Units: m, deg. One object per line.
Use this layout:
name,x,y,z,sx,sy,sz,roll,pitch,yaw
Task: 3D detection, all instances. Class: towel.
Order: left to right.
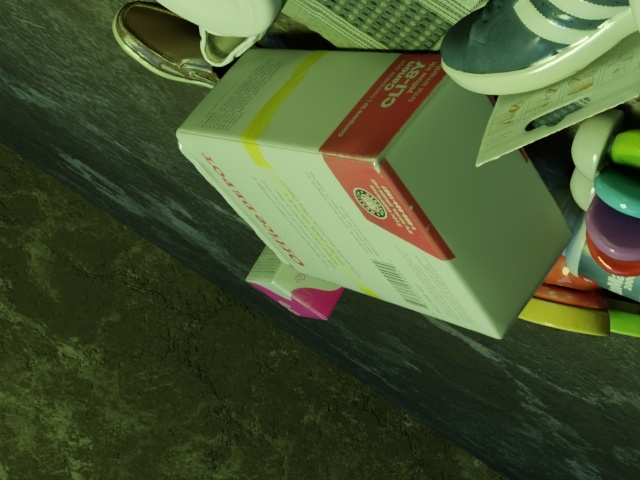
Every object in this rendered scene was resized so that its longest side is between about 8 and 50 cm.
towel,0.126,-0.214,1.012,0.324,0.056,0.312,31,168,-8

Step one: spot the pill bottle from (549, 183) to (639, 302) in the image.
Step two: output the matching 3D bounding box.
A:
pill bottle,0.340,0.004,1.168,0.180,0.108,0.108,24,163,26

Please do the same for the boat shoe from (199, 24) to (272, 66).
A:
boat shoe,-0.094,-0.267,1.137,0.098,0.096,0.277,31,164,3

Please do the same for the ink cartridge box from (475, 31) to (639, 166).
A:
ink cartridge box,0.206,-0.125,0.791,0.145,0.179,0.045,-23,121,41

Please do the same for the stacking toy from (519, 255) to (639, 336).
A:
stacking toy,0.324,0.042,1.419,0.279,0.130,0.309,9,-177,-37

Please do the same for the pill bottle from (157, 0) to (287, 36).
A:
pill bottle,-0.033,-0.276,0.708,0.136,0.245,0.136,28,165,8

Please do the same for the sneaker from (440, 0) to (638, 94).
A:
sneaker,0.188,-0.215,0.721,0.148,0.131,0.350,45,148,-20

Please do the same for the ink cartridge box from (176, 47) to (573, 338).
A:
ink cartridge box,0.050,-0.069,1.177,0.385,0.160,0.279,15,151,51

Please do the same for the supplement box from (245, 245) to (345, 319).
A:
supplement box,0.000,0.000,1.575,0.111,0.220,0.114,37,163,-22

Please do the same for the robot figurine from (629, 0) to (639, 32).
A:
robot figurine,0.234,-0.198,0.469,0.209,0.278,0.173,-5,-159,-6

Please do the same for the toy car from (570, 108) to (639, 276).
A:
toy car,0.318,-0.035,1.027,0.159,0.136,0.182,25,164,21

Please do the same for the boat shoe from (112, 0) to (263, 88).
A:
boat shoe,-0.139,-0.245,1.324,0.257,0.095,0.095,22,165,-16
